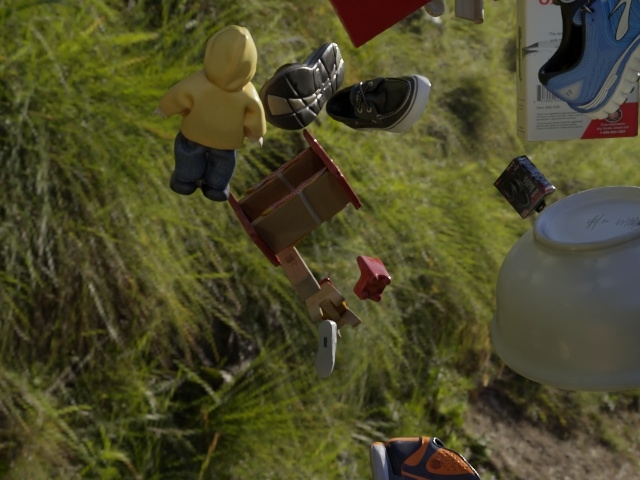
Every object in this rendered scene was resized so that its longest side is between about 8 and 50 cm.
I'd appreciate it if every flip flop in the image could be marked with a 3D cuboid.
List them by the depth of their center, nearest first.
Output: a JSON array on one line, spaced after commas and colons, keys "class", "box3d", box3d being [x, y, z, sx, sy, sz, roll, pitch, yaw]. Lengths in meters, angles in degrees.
[{"class": "flip flop", "box3d": [-0.041, -0.281, 1.574, 0.080, 0.112, 0.277, 3, 33, 26]}]

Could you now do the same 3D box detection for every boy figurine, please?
[{"class": "boy figurine", "box3d": [-0.168, -0.199, 1.354, 0.177, 0.285, 0.092, 9, 33, -11]}]

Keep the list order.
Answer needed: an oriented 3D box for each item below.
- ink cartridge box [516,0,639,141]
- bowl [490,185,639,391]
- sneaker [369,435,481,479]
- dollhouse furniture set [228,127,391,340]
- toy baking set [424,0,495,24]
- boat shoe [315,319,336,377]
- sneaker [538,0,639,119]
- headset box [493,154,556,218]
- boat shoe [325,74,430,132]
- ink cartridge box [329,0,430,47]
[{"class": "ink cartridge box", "box3d": [0.455, -0.321, 1.563, 0.196, 0.273, 0.114, -2, 12, 2]}, {"class": "bowl", "box3d": [0.321, 0.028, 0.982, 0.297, 0.134, 0.298, -17, 23, 7]}, {"class": "sneaker", "box3d": [0.190, 0.464, 1.420, 0.180, 0.321, 0.125, -9, -30, 0]}, {"class": "dollhouse furniture set", "box3d": [0.000, 0.000, 1.684, 0.374, 0.201, 0.152, 55, 1, -43]}, {"class": "toy baking set", "box3d": [0.180, -0.446, 1.325, 0.196, 0.256, 0.030, -16, -6, -36]}, {"class": "boat shoe", "box3d": [0.014, 0.189, 1.526, 0.035, 0.100, 0.035, -2, -8, 29]}, {"class": "sneaker", "box3d": [0.420, -0.338, 1.237, 0.147, 0.330, 0.130, 20, 23, -14]}, {"class": "headset box", "box3d": [0.315, -0.079, 1.343, 0.032, 0.062, 0.083, -17, 63, -39]}, {"class": "boat shoe", "box3d": [0.074, -0.202, 1.264, 0.076, 0.080, 0.228, 12, 0, -23]}, {"class": "ink cartridge box", "box3d": [0.087, -0.350, 0.725, 0.261, 0.296, 0.066, 57, -10, -11]}]
